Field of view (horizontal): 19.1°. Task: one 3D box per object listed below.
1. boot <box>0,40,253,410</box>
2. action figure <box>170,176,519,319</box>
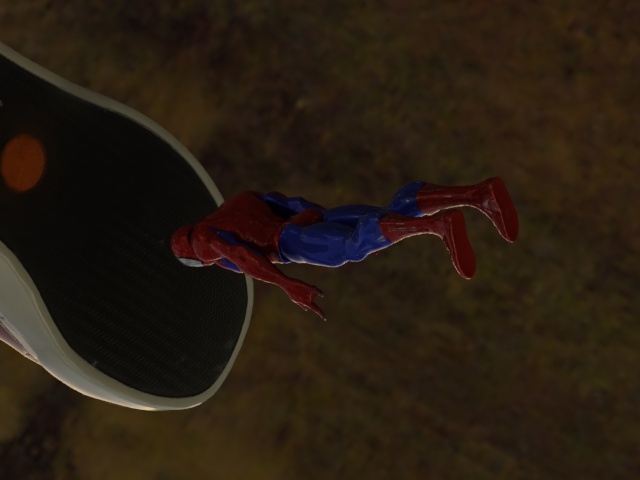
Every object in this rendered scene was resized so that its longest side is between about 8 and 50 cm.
[{"bbox_3d":[-0.147,-0.022,0.665,0.176,0.088,0.244,8,157,42],"label":"boot"},{"bbox_3d":[0.000,0.000,0.544,0.115,0.038,0.030,1,121,39],"label":"action figure"}]
